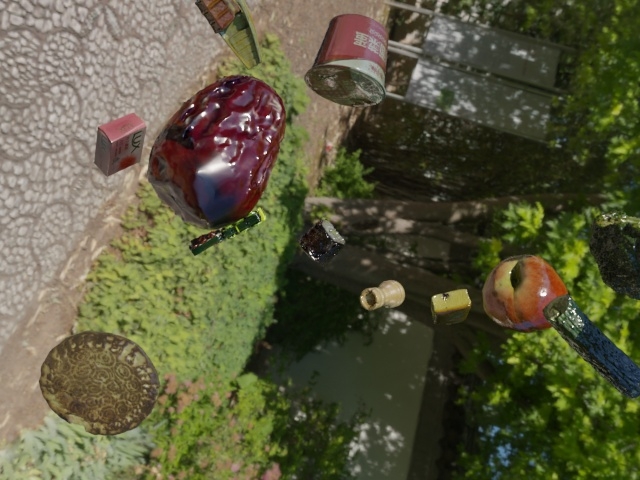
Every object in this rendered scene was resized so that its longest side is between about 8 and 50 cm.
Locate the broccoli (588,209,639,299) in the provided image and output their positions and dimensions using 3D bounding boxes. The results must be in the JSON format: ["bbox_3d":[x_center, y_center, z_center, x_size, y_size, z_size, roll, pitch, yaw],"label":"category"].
[{"bbox_3d":[0.890,0.036,1.478,0.283,0.304,0.321,-37,-161,8],"label":"broccoli"}]

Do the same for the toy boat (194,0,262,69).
[{"bbox_3d":[-0.146,-0.347,0.842,0.172,0.065,0.066,53,35,-29],"label":"toy boat"}]

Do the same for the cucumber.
[{"bbox_3d":[0.430,0.169,0.858,0.058,0.187,0.058,-45,180,0],"label":"cucumber"}]

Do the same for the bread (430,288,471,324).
[{"bbox_3d":[0.307,0.165,1.303,0.226,0.087,0.049,60,16,-70],"label":"bread"}]

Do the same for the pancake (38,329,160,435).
[{"bbox_3d":[-0.359,0.235,0.892,0.021,0.199,0.200,-83,-172,-74],"label":"pancake"}]

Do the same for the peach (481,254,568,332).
[{"bbox_3d":[0.596,0.163,1.582,0.257,0.232,0.233,46,55,-40],"label":"peach"}]

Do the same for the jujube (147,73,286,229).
[{"bbox_3d":[-0.222,-0.198,1.219,0.258,0.258,0.377,97,12,-56],"label":"jujube"}]

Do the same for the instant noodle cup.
[{"bbox_3d":[0.087,-0.507,1.539,0.235,0.234,0.179,69,34,-79],"label":"instant noodle cup"}]

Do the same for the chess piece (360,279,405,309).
[{"bbox_3d":[0.140,0.128,1.270,0.122,0.066,0.066,-1,111,-54],"label":"chess piece"}]

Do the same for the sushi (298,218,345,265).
[{"bbox_3d":[0.001,0.001,1.293,0.084,0.098,0.094,-47,155,16],"label":"sushi"}]

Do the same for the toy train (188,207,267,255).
[{"bbox_3d":[-0.285,-0.026,1.654,0.053,0.249,0.085,64,10,-8],"label":"toy train"}]

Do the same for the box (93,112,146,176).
[{"bbox_3d":[-0.509,-0.242,1.392,0.111,0.060,0.156,-39,172,-37],"label":"box"}]
